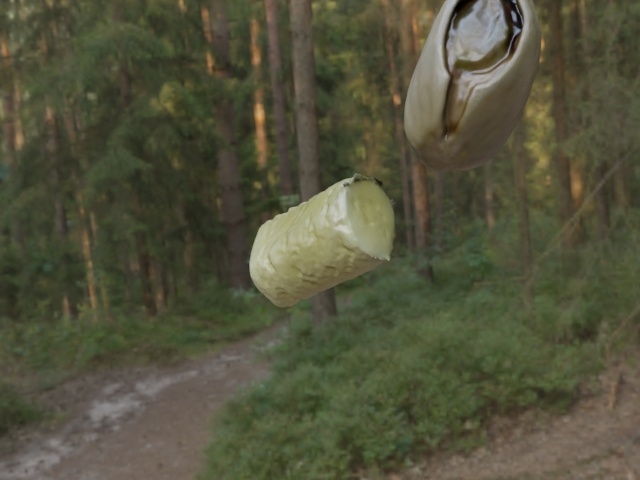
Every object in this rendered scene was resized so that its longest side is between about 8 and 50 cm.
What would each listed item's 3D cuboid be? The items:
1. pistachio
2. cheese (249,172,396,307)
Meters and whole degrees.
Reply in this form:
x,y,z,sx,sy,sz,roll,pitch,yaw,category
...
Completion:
x,y,z,sx,sy,sz,roll,pitch,yaw,category
0.180,-0.192,1.087,0.138,0.237,0.153,17,19,2,pistachio
0.000,0.000,1.087,0.167,0.123,0.094,-26,-43,36,cheese
